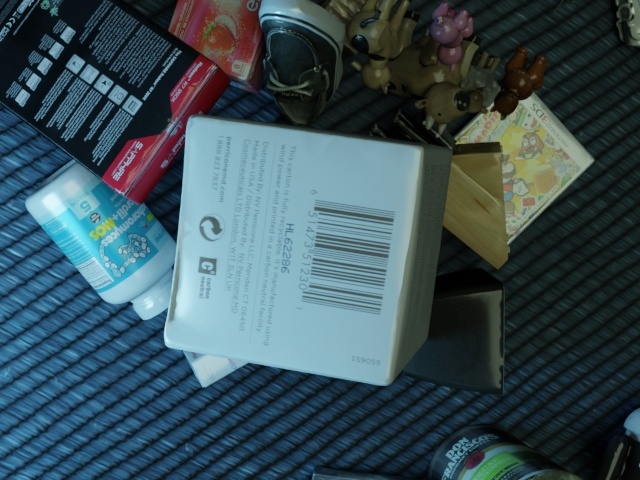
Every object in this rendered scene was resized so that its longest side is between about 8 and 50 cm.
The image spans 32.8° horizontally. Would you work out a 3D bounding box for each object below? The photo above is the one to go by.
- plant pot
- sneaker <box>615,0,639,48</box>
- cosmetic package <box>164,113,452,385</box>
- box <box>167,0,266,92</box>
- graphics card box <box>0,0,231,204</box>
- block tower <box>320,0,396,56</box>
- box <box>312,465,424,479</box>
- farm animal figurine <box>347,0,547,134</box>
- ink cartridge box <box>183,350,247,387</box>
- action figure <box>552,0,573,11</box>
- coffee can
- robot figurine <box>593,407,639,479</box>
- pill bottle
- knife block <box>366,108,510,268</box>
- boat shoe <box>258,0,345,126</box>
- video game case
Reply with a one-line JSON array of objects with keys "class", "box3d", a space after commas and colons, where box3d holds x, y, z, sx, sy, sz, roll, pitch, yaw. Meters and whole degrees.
[{"class": "plant pot", "box3d": [0.213, 0.153, 1.864, 0.167, 0.188, 0.187, -1, 97, -2]}, {"class": "sneaker", "box3d": [0.579, -0.420, 1.934, 0.129, 0.111, 0.297, -39, 104, -3]}, {"class": "cosmetic package", "box3d": [0.000, 0.000, 1.611, 0.328, 0.394, 0.329, 8, 95, 12]}, {"class": "box", "box3d": [-0.122, -0.398, 1.690, 0.142, 0.154, 0.299, 19, 92, 5]}, {"class": "graphics card box", "box3d": [-0.343, -0.248, 1.593, 0.371, 0.094, 0.232, 35, 90, 15]}, {"class": "block tower", "box3d": [0.104, -0.451, 1.798, 0.091, 0.097, 0.335, 39, 87, -17]}, {"class": "box", "box3d": [0.090, 0.500, 1.889, 0.231, 0.056, 0.183, 8, 95, 2]}, {"class": "farm animal figurine", "box3d": [0.169, -0.269, 1.722, 0.330, 0.327, 0.172, 23, 95, -15]}, {"class": "ink cartridge box", "box3d": [-0.158, 0.184, 1.797, 0.122, 0.088, 0.052, -30, 104, -11]}, {"class": "action figure", "box3d": [0.401, -0.536, 1.850, 0.164, 0.141, 0.275, -27, 102, -23]}, {"class": "coffee can", "box3d": [0.328, 0.451, 1.874, 0.202, 0.275, 0.201, -2, 97, -17]}, {"class": "robot figurine", "box3d": [0.617, 0.443, 2.008, 0.209, 0.174, 0.278, 18, 92, -61]}, {"class": "pill bottle", "box3d": [-0.324, -0.003, 1.698, 0.146, 0.146, 0.264, -40, 106, -8]}, {"class": "knife block", "box3d": [0.192, -0.087, 1.845, 0.242, 0.088, 0.275, -4, 106, 10]}, {"class": "boat shoe", "box3d": [-0.026, -0.259, 1.638, 0.121, 0.335, 0.119, 15, 79, 13]}, {"class": "video game case", "box3d": [0.333, -0.137, 1.906, 0.227, 0.026, 0.206, -44, 97, -2]}]
